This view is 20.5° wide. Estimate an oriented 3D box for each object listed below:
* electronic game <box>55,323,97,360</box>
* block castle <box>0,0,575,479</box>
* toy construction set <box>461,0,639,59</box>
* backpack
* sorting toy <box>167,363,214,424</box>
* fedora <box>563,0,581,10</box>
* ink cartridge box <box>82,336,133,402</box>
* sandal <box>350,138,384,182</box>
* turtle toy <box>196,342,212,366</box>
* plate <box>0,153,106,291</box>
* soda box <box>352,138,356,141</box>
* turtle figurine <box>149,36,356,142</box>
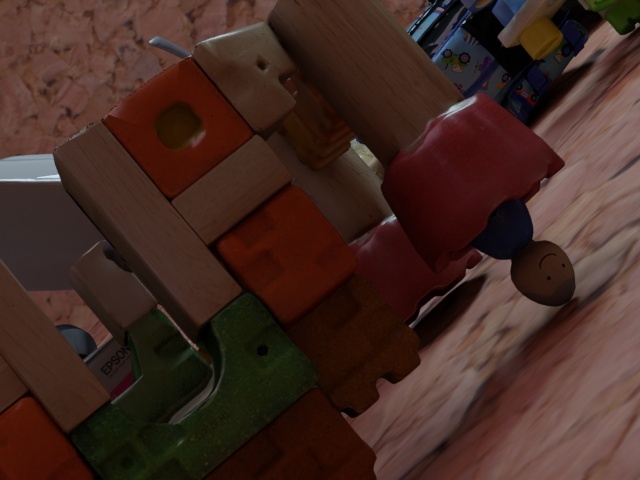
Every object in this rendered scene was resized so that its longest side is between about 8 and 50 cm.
[{"bbox_3d":[-0.301,0.190,1.814,0.229,0.048,0.229,-51,-23,-31],"label":"electronic game"},{"bbox_3d":[-0.090,0.088,0.933,0.453,0.213,0.303,-39,-7,-14],"label":"block castle"},{"bbox_3d":[0.255,-0.264,1.284,0.328,0.151,0.215,-30,-11,35],"label":"toy construction set"},{"bbox_3d":[0.112,-0.129,1.432,0.173,0.117,0.158,-53,8,-14],"label":"backpack"},{"bbox_3d":[-0.034,0.090,1.241,0.274,0.046,0.132,-41,7,24],"label":"sorting toy"},{"bbox_3d":[0.209,-0.317,1.666,0.334,0.152,0.334,-30,14,8],"label":"fedora"},{"bbox_3d":[-0.237,0.191,1.655,0.234,0.088,0.193,-48,6,-37],"label":"ink cartridge box"},{"bbox_3d":[0.046,-0.059,1.525,0.240,0.088,0.079,-43,-2,-42],"label":"sandal"},{"bbox_3d":[-0.079,0.060,1.619,0.095,0.066,0.130,-49,8,-37],"label":"turtle toy"},{"bbox_3d":[-0.184,-0.019,1.550,0.277,0.045,0.278,-3,-20,-5],"label":"plate"},{"bbox_3d":[0.073,-0.093,1.701,0.181,0.058,0.061,-43,7,12],"label":"soda box"},{"bbox_3d":[-0.012,-0.131,1.895,0.198,0.274,0.266,1,26,28],"label":"turtle figurine"}]
